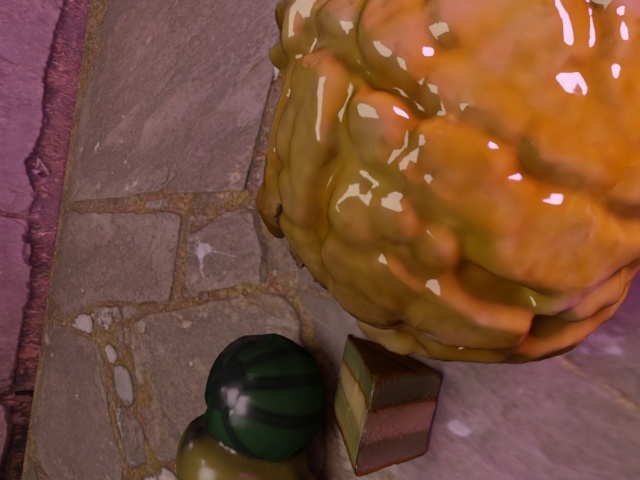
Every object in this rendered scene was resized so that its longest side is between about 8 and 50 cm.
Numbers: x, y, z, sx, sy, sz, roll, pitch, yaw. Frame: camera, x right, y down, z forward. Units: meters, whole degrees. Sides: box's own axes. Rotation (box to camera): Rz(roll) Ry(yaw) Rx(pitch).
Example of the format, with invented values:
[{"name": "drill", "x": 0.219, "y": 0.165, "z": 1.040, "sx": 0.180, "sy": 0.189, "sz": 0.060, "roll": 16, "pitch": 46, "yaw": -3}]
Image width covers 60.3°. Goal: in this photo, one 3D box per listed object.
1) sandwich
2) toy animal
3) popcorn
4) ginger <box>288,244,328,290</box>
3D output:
[{"name": "sandwich", "x": 0.041, "y": 0.191, "z": 0.693, "sx": 0.187, "sy": 0.144, "sz": 0.117, "roll": 13, "pitch": 91, "yaw": 49}, {"name": "toy animal", "x": -0.106, "y": 0.304, "z": 0.803, "sx": 0.216, "sy": 0.191, "sz": 0.338, "roll": 19, "pitch": 97, "yaw": 50}, {"name": "popcorn", "x": 0.133, "y": -0.096, "z": 0.483, "sx": 0.354, "sy": 0.344, "sz": 0.390, "roll": -40, "pitch": 49, "yaw": 45}, {"name": "ginger", "x": 0.000, "y": 0.000, "z": 0.824, "sx": 0.104, "sy": 0.080, "sz": 0.204, "roll": -49, "pitch": 48, "yaw": 0}]
